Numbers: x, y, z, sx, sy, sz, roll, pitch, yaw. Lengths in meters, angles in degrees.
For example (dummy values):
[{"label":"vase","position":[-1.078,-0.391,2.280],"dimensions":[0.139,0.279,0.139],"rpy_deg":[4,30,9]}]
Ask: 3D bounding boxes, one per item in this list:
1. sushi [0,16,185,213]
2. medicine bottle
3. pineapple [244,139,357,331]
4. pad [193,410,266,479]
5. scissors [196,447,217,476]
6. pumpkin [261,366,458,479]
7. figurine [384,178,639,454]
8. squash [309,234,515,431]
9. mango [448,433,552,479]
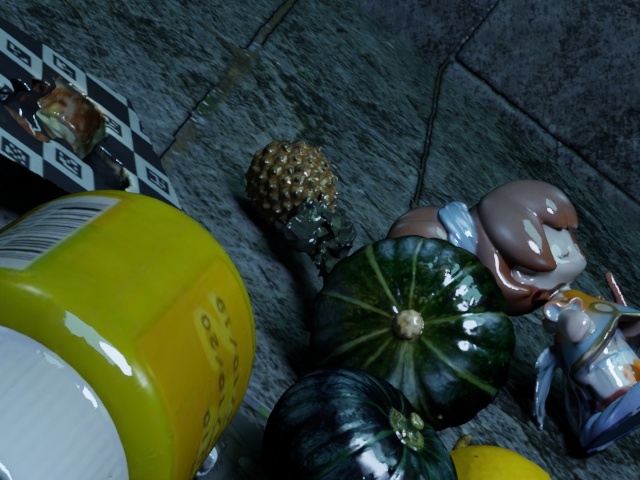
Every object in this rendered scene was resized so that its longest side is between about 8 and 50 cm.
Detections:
[{"label":"sushi","position":[-0.287,-0.104,1.453],"dimensions":[0.320,0.069,0.339],"rpy_deg":[33,19,-42]},{"label":"medicine bottle","position":[-0.188,0.115,0.900],"dimensions":[0.224,0.224,0.384],"rpy_deg":[39,19,-1]},{"label":"pineapple","position":[0.000,0.000,1.656],"dimensions":[0.277,0.119,0.130],"rpy_deg":[-118,-166,-45]},{"label":"pad","position":[-0.085,0.196,1.230],"dimensions":[0.127,0.004,0.190],"rpy_deg":[41,21,7]},{"label":"scissors","position":[-0.186,0.116,1.184],"dimensions":[0.242,0.030,0.118],"rpy_deg":[39,20,7]},{"label":"pumpkin","position":[0.039,0.200,1.235],"dimensions":[0.202,0.140,0.202],"rpy_deg":[40,16,-14]},{"label":"figurine","position":[0.290,0.086,1.837],"dimensions":[0.388,0.248,0.276],"rpy_deg":[56,21,17]},{"label":"squash","position":[0.096,0.099,1.461],"dimensions":[0.218,0.218,0.172],"rpy_deg":[48,-11,23]},{"label":"mango","position":[0.181,0.309,1.305],"dimensions":[0.176,0.119,0.317],"rpy_deg":[30,30,-33]}]
